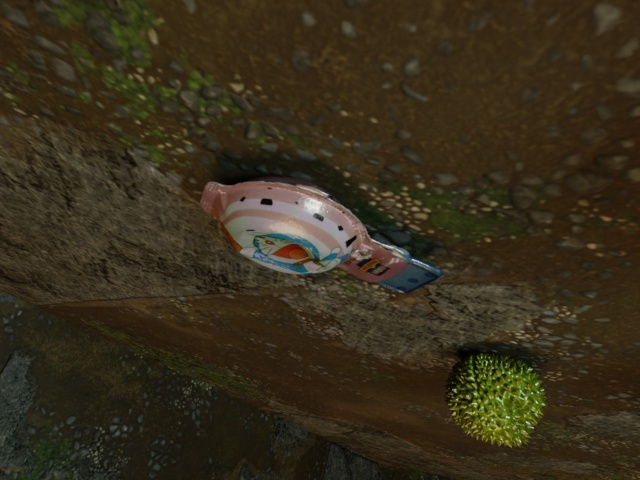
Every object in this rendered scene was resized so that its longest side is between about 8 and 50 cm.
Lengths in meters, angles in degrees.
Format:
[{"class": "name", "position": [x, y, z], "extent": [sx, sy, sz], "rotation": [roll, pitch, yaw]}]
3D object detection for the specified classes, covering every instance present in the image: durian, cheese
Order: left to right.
[{"class": "cheese", "position": [0.000, 0.000, 0.580], "extent": [0.286, 0.074, 0.189], "rotation": [23, 154, -15]}, {"class": "durian", "position": [0.287, 0.271, 0.845], "extent": [0.159, 0.145, 0.198], "rotation": [9, 149, 17]}]
